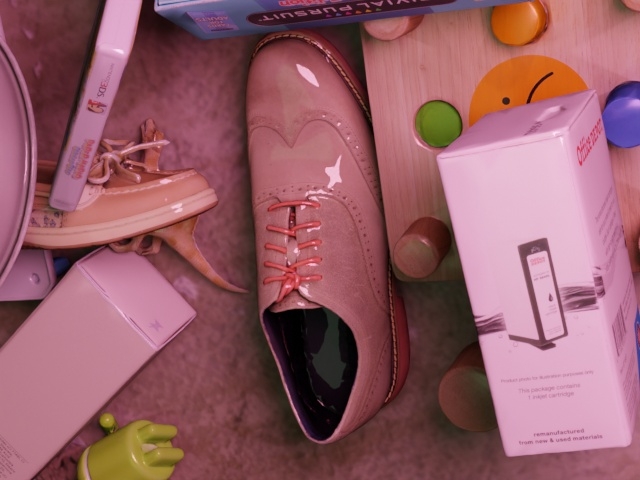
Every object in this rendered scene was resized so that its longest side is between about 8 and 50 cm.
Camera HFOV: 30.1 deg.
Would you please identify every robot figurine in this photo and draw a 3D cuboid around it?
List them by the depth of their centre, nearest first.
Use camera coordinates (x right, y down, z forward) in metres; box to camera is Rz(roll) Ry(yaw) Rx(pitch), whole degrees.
[{"bbox_3d":[-0.189,0.217,1.161,0.115,0.067,0.101,-30,67,26],"label":"robot figurine"}]

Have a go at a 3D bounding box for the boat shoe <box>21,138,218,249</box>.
[{"bbox_3d":[-0.225,-0.042,1.020,0.285,0.104,0.089,-4,99,20],"label":"boat shoe"}]

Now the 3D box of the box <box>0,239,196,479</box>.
[{"bbox_3d":[-0.251,0.129,1.142,0.113,0.094,0.275,47,116,0],"label":"box"}]

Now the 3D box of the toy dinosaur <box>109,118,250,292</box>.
[{"bbox_3d":[-0.142,-0.014,1.078,0.092,0.053,0.183,-22,98,24],"label":"toy dinosaur"}]

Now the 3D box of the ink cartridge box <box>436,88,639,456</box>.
[{"bbox_3d":[0.152,0.017,0.785,0.085,0.148,0.203,-10,102,23],"label":"ink cartridge box"}]

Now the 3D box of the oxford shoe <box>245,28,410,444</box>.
[{"bbox_3d":[0.000,0.000,0.986,0.123,0.130,0.348,-9,104,23],"label":"oxford shoe"}]

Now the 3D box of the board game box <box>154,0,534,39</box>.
[{"bbox_3d":[0.017,-0.324,0.835,0.253,0.079,0.336,-2,81,22],"label":"board game box"}]

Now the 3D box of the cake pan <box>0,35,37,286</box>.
[{"bbox_3d":[-0.362,-0.062,1.026,0.293,0.054,0.293,-1,88,35],"label":"cake pan"}]

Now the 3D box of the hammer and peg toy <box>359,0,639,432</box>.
[{"bbox_3d":[0.177,-0.044,0.910,0.265,0.127,0.361,-4,105,20],"label":"hammer and peg toy"}]

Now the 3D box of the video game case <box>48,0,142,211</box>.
[{"bbox_3d":[-0.159,-0.167,0.914,0.026,0.227,0.206,15,146,-14],"label":"video game case"}]

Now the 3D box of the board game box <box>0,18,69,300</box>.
[{"bbox_3d":[-0.450,-0.128,1.157,0.389,0.050,0.390,-3,106,21],"label":"board game box"}]
